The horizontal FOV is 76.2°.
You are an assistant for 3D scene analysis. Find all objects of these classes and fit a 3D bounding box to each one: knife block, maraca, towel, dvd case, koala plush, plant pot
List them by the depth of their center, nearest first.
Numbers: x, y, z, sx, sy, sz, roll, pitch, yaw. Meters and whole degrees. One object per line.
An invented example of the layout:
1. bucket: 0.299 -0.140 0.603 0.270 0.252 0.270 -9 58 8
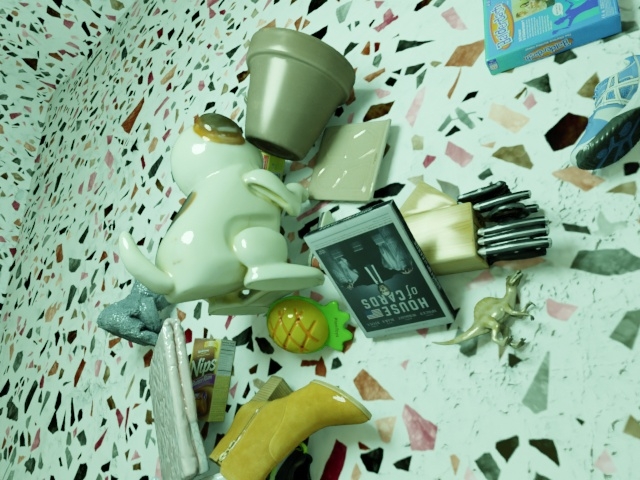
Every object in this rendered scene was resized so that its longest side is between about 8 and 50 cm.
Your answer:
1. knife block: 0.232 0.016 0.697 0.275 0.088 0.242 -53 49 8
2. dvd case: 0.102 0.061 0.708 0.179 0.238 0.029 -21 18 34
3. maraca: -0.026 0.173 0.834 0.186 0.099 0.127 -3 105 21
4. towel: -0.333 0.378 0.922 0.332 0.054 0.316 -51 51 47
5. plant pot: -0.077 -0.321 0.963 0.263 0.263 0.229 18 87 41
6. koala plush: -0.490 0.172 1.154 0.196 0.203 0.221 -3 59 37

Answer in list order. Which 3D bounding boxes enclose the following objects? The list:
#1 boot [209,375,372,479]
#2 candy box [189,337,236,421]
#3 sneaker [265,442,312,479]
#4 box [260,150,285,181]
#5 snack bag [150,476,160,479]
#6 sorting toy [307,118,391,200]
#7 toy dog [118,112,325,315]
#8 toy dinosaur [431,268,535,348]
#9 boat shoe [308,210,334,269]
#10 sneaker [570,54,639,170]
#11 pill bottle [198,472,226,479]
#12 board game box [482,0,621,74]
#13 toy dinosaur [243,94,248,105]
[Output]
1. boot: -0.063 0.359 0.731 0.295 0.104 0.211 -10 33 46
2. candy box: -0.273 0.335 0.995 0.109 0.053 0.186 -9 66 36
3. sneaker: -0.048 0.495 0.734 0.097 0.084 0.234 -20 61 30
4. box: -0.194 -0.211 1.127 0.232 0.058 0.087 26 110 40
5. snack bag: -0.395 0.758 0.903 0.323 0.037 0.342 -50 53 20
6. sorting toy: 0.064 -0.180 0.945 0.208 0.038 0.192 5 76 44
7. toy dog: -0.219 -0.061 0.889 0.284 0.396 0.407 -44 50 53
8. toy dinosaur: 0.276 0.133 0.652 0.183 0.053 0.092 -45 38 2
9. boat shoe: 0.000 0.000 0.916 0.043 0.049 0.136 -3 76 40
10. sneaker: 0.452 -0.195 0.623 0.211 0.080 0.081 -48 43 1
11. pill bottle: -0.161 0.563 0.764 0.131 0.131 0.229 -31 56 25
12. board game box: 0.414 -0.417 0.751 0.210 0.047 0.160 -7 69 36
13. toy dinosaur: -0.139 -0.350 1.151 0.118 0.064 0.268 -53 50 33
